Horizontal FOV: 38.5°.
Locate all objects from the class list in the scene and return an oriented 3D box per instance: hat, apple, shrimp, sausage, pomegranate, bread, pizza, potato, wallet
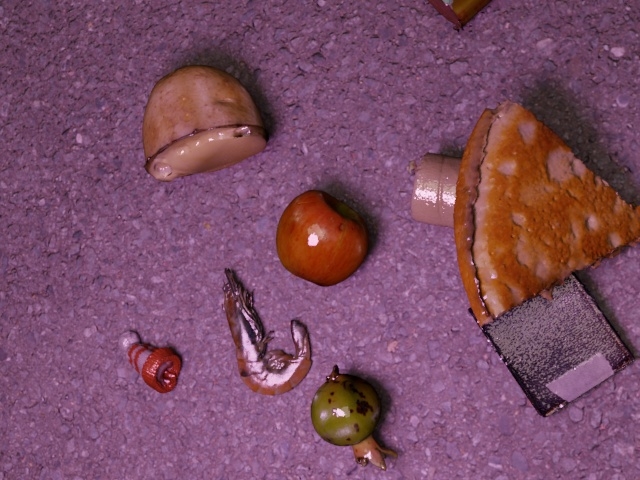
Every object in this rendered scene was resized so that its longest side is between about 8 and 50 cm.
[{"bbox_3d":[-0.391,0.258,2.030,0.162,0.112,0.093,25,63,27],"label":"hat"},{"bbox_3d":[0.000,0.000,1.892,0.196,0.196,0.195,-2,83,16],"label":"apple"},{"bbox_3d":[-0.119,0.186,1.977,0.169,0.058,0.296,-18,83,6],"label":"shrimp"},{"bbox_3d":[0.363,-0.576,1.890,0.317,0.117,0.125,-41,98,8],"label":"sausage"},{"bbox_3d":[0.076,0.364,1.854,0.220,0.156,0.156,41,96,-2],"label":"pomegranate"},{"bbox_3d":[0.266,-0.100,1.849,0.141,0.134,0.148,12,51,16],"label":"bread"},{"bbox_3d":[0.444,-0.028,1.754,0.406,0.130,0.439,11,75,-15],"label":"pizza"},{"bbox_3d":[-0.266,-0.268,1.989,0.285,0.242,0.242,-22,78,32],"label":"potato"},{"bbox_3d":[0.452,0.184,1.813,0.221,0.071,0.262,-35,79,5],"label":"wallet"}]
